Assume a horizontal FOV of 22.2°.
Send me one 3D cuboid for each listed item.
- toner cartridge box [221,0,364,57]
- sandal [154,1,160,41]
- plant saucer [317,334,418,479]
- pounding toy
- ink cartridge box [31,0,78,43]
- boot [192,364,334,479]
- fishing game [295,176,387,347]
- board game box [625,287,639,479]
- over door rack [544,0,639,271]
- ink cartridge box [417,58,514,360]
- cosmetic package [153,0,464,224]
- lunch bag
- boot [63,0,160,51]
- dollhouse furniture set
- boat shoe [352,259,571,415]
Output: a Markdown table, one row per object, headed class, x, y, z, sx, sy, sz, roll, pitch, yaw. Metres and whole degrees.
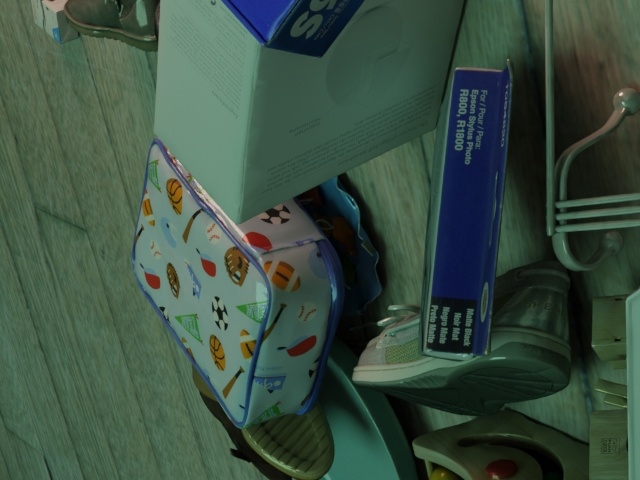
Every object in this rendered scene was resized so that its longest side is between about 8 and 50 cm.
| class | x | y | z | sx | sy | sz | roll | pitch | yaw |
| --- | --- | --- | --- | --- | --- | --- | --- | --- | --- |
| toner cartridge box | 0.034 | -0.312 | 1.129 | 0.165 | 0.075 | 0.348 | 50 | 115 | 24 |
| sandal | -0.085 | -0.161 | 1.639 | 0.254 | 0.097 | 0.054 | 50 | 148 | 25 |
| plant saucer | 0.019 | 0.211 | 1.821 | 0.317 | 0.043 | 0.318 | 45 | 151 | 34 |
| pounding toy | 0.191 | 0.275 | 1.473 | 0.269 | 0.154 | 0.155 | 21 | 131 | 53 |
| ink cartridge box | -0.338 | -0.287 | 2.047 | 0.083 | 0.028 | 0.048 | 39 | 144 | 40 |
| boot | -0.050 | 0.221 | 1.855 | 0.248 | 0.090 | 0.207 | 43 | 162 | 36 |
| fishing game | 0.000 | 0.000 | 1.696 | 0.189 | 0.041 | 0.264 | -6 | 108 | 64 |
| board game box | 0.391 | 0.226 | 1.082 | 0.390 | 0.050 | 0.390 | 16 | 129 | 33 |
| over door rack | 0.237 | -0.146 | 1.105 | 0.239 | 0.108 | 0.324 | -7 | 94 | 62 |
| ink cartridge box | 0.109 | -0.017 | 1.278 | 0.224 | 0.045 | 0.223 | 92 | -176 | -84 |
| cosmetic package | -0.010 | -0.168 | 1.364 | 0.138 | 0.224 | 0.225 | 47 | 148 | 29 |
| lunch bag | -0.096 | 0.036 | 1.723 | 0.303 | 0.115 | 0.243 | 53 | 144 | 39 |
| boot | -0.232 | -0.322 | 1.783 | 0.189 | 0.076 | 0.208 | 17 | 136 | 37 |
| dollhouse furniture set | 0.289 | 0.143 | 1.314 | 0.101 | 0.161 | 0.182 | -6 | 153 | 23 |
| boat shoe | 0.129 | 0.094 | 1.494 | 0.320 | 0.118 | 0.103 | 151 | 135 | -66 |
